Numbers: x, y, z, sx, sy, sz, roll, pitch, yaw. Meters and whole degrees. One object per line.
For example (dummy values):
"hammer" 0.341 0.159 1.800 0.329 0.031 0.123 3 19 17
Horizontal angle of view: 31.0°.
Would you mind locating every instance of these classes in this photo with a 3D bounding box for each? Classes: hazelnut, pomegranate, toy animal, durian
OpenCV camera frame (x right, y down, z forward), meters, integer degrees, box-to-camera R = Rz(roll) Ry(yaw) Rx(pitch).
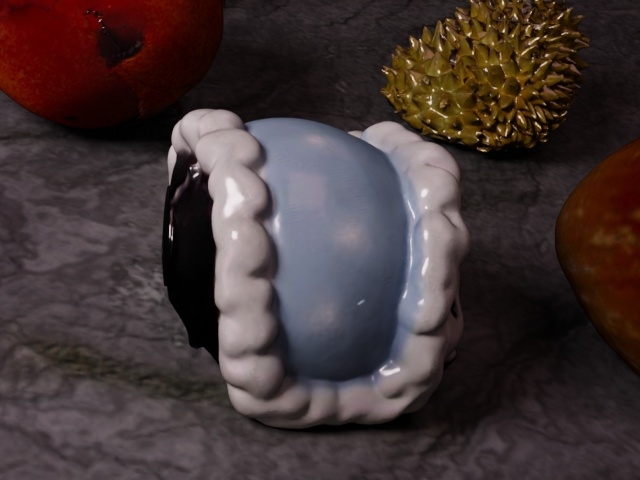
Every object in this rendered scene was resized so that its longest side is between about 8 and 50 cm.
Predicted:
"hazelnut" 0.284 0.024 0.821 0.234 0.218 0.218 31 28 -15
"pomegranate" -0.173 -0.185 0.899 0.210 0.210 0.235 31 -7 21
"toy animal" 0.000 0.000 0.728 0.204 0.156 0.208 1 38 -19
"durian" 0.167 -0.176 1.124 0.183 0.138 0.249 31 38 5
